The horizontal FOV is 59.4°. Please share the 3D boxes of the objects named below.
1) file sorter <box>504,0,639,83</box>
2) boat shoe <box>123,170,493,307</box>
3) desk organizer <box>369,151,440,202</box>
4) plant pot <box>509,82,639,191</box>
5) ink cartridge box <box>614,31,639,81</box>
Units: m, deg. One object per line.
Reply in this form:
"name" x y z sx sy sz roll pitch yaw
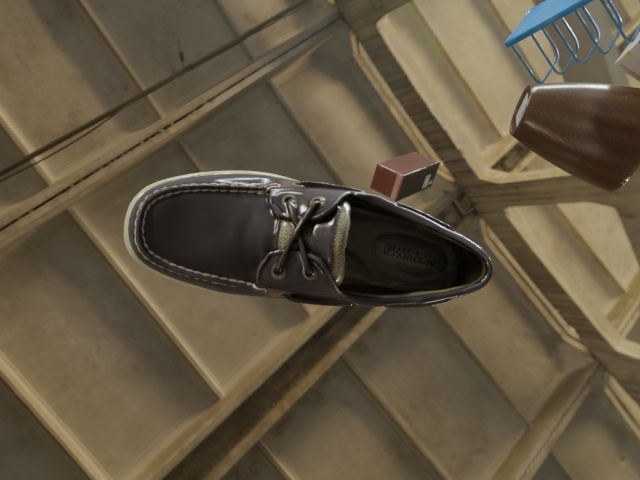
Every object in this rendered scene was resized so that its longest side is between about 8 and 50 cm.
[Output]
"file sorter" 0.418 -0.350 0.920 0.104 0.170 0.118 49 -121 -16
"boat shoe" 0.000 0.000 0.430 0.285 0.092 0.103 10 -96 -18
"desk organizer" 0.138 -0.105 0.907 0.130 0.050 0.047 -24 -43 -50
"plant pot" 0.521 -0.236 1.155 0.230 0.215 0.215 18 -100 3
"ink cartridge box" 0.652 -0.371 1.083 0.092 0.143 0.090 37 -94 6
